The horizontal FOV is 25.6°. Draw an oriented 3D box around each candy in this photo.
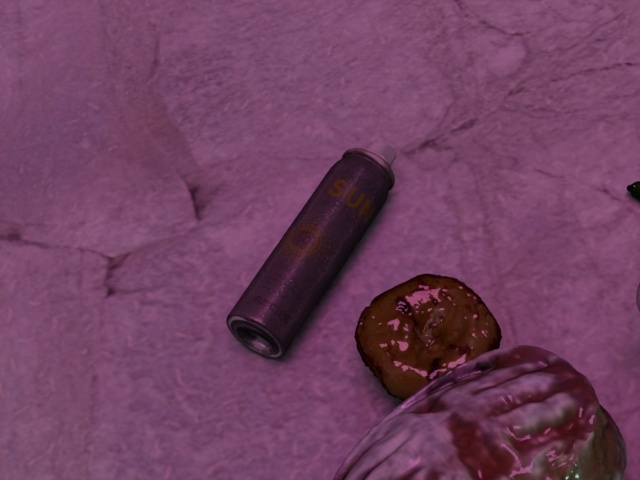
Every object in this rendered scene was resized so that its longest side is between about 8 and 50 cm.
[{"bbox_3d":[0.138,0.218,1.275,0.289,0.157,0.214,-38,37,-12],"label":"candy"}]

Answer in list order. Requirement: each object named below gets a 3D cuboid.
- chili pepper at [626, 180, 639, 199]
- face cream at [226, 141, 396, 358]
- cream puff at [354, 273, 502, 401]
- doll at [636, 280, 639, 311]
[{"bbox_3d":[0.397,-0.060,1.534,0.117,0.035,0.055,-23,39,5],"label":"chili pepper"},{"bbox_3d":[0.000,0.000,1.532,0.073,0.073,0.283,21,59,24],"label":"face cream"},{"bbox_3d":[0.110,0.108,1.424,0.149,0.084,0.149,-6,56,9],"label":"cream puff"},{"bbox_3d":[0.429,0.138,1.256,0.284,0.240,0.310,-43,29,28],"label":"doll"}]
